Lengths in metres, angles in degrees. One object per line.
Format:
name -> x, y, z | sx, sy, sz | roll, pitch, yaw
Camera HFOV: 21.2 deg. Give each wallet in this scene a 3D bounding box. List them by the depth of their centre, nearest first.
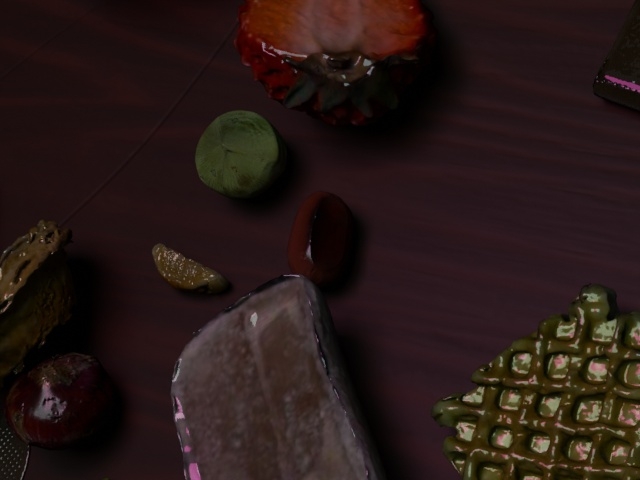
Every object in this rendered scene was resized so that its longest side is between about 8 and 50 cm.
wallet -> 0.347, -0.144, 1.500 | 0.198, 0.031, 0.110 | 24, 80, 31

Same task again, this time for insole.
insole -> -0.302, 0.184, 1.694 | 0.045, 0.002, 0.135 | -5, 67, 24

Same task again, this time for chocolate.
chocolate -> -0.024, 0.194, 1.499 | 0.185, 0.100, 0.303 | -31, 56, 23

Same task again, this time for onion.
onion -> -0.246, 0.155, 1.630 | 0.107, 0.097, 0.107 | -13, 27, 7

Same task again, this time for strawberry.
strawberry -> 0.013, -0.193, 1.645 | 0.190, 0.111, 0.236 | 3, 44, -2

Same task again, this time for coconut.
coconut -> -0.076, -0.081, 1.643 | 0.088, 0.096, 0.088 | -2, 84, 19

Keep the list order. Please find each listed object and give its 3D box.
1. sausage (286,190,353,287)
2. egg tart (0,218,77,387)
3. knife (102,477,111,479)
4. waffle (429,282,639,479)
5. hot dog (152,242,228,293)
sausage -> 0.000, 0.000, 1.593 | 0.054, 0.059, 0.094 | 149, 135, -64
egg tart -> -0.302, 0.073, 1.656 | 0.090, 0.212, 0.212 | 41, 90, -7
knife -> -0.175, 0.301, 1.572 | 0.026, 0.022, 0.184 | -15, 60, -10
waffle -> 0.219, 0.163, 1.420 | 0.223, 0.054, 0.204 | -38, 58, 9
hot dog -> -0.130, 0.034, 1.657 | 0.090, 0.030, 0.034 | 27, 84, 33
